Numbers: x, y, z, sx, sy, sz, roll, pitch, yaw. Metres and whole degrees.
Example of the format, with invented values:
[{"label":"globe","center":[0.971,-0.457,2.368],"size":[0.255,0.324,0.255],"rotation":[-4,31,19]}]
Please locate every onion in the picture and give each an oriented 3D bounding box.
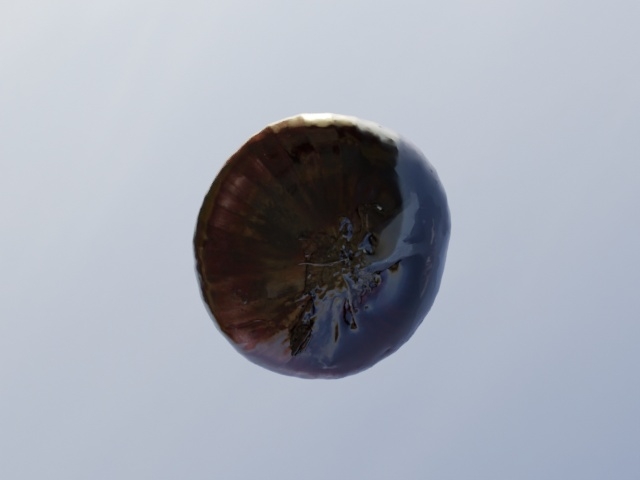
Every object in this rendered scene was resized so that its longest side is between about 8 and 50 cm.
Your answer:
[{"label":"onion","center":[0.000,0.000,1.808],"size":[0.273,0.273,0.285],"rotation":[-52,-169,6]}]
